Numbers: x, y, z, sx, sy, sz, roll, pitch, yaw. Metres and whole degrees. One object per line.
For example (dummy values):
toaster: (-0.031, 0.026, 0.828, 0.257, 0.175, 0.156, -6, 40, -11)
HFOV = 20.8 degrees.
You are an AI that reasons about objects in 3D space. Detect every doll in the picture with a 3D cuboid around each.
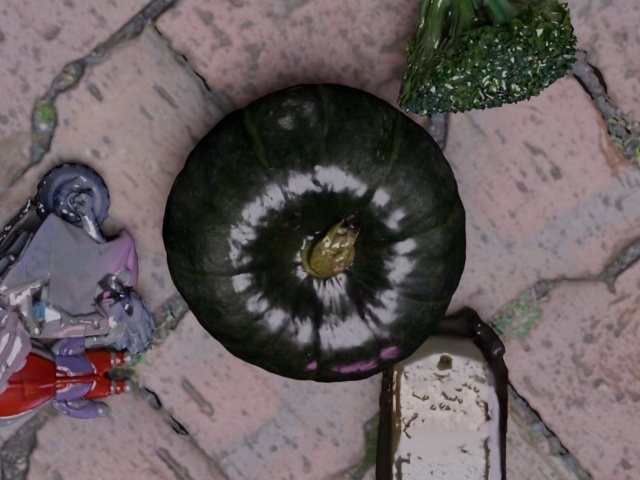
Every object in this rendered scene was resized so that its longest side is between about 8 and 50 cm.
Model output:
doll: (-0.302, 0.138, 1.768, 0.227, 0.075, 0.102, -3, 97, -18)

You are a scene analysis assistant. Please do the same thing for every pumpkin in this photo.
pumpkin: (0.000, 0.000, 1.689, 0.300, 0.207, 0.300, -3, 111, -8)

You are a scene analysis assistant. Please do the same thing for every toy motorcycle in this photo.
toy motorcycle: (-0.250, 0.068, 1.721, 0.239, 0.108, 0.204, -48, 115, -3)

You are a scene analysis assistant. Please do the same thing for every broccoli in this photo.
broccoli: (0.154, -0.219, 1.658, 0.219, 0.194, 0.194, -20, 119, -43)

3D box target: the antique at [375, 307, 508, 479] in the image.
antique: (0.126, 0.212, 1.835, 0.125, 0.150, 0.284, 0, 102, -7)
